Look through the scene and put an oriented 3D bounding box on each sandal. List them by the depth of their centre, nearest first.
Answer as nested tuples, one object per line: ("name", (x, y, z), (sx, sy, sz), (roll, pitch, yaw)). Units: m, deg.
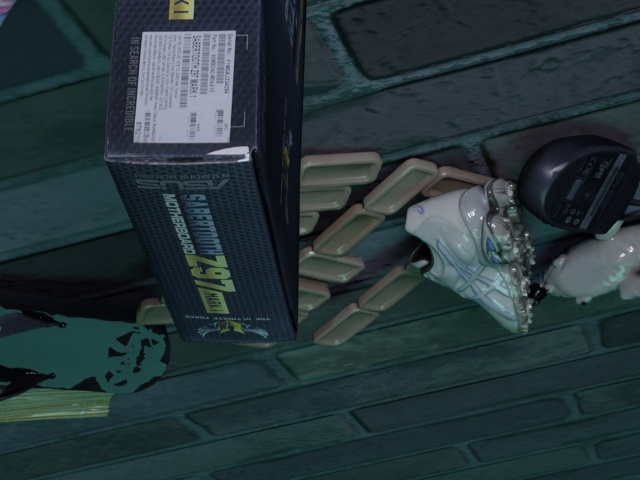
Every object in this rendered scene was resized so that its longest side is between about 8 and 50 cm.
("sandal", (-0.235, 0.082, 1.136), (0.254, 0.054, 0.097), (-1, 125, -15))

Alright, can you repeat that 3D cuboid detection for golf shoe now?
("golf shoe", (0.111, 0.013, 1.119), (0.086, 0.069, 0.176), (-4, 147, 16))

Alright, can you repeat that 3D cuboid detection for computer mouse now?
("computer mouse", (0.223, -0.035, 1.108), (0.242, 0.041, 0.071), (11, 114, -44))

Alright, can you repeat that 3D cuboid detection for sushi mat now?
("sushi mat", (-0.331, 0.145, 1.306), (0.316, 0.019, 0.151), (-4, 164, -10))

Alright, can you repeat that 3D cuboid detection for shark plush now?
("shark plush", (0.220, 0.027, 1.222), (0.161, 0.073, 0.067), (-39, 174, 39))

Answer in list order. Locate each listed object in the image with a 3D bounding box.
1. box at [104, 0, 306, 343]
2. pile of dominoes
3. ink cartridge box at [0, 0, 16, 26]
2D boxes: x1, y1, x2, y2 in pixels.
("box", (-0.040, -0.094, 0.652), (0.059, 0.232, 0.183), (0, 155, 4))
("pile of dominoes", (0.000, 0.000, 1.135), (0.196, 0.040, 0.251), (13, 139, -38))
("ink cartridge box", (-0.211, -0.165, 0.568), (0.226, 0.131, 0.306), (6, 150, -30))
